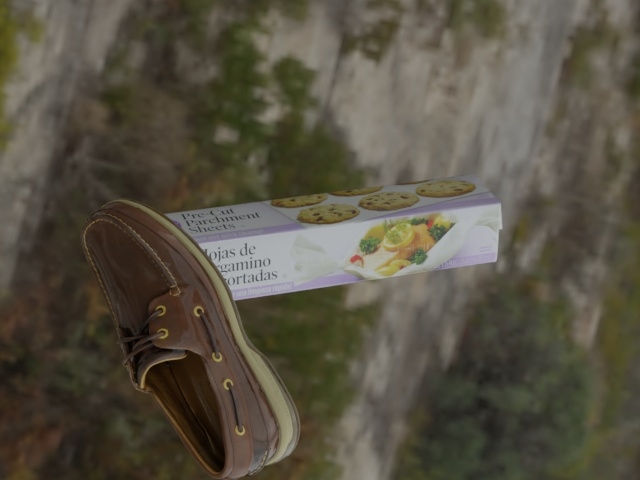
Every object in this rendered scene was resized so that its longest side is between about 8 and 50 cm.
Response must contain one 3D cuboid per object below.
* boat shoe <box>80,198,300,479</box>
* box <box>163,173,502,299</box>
[{"bbox_3d":[-0.081,0.055,0.995,0.064,0.178,0.060,-39,171,37],"label":"boat shoe"},{"bbox_3d":[0.000,0.000,1.557,0.067,0.324,0.063,-125,-148,-58],"label":"box"}]
